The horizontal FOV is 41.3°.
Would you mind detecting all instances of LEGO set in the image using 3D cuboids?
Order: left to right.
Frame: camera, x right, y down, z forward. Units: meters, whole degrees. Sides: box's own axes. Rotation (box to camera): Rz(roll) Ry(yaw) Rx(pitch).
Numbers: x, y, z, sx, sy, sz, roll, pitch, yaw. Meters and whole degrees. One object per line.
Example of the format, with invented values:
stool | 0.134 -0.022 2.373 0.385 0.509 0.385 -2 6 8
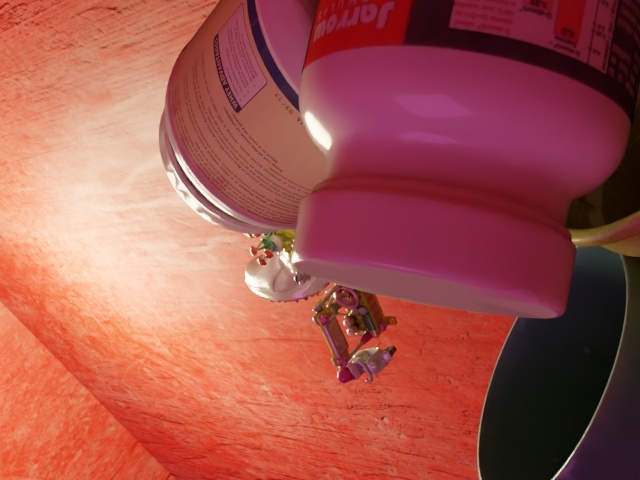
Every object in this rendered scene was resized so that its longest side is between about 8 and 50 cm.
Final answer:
LEGO set | -0.018 0.059 1.030 0.287 0.107 0.132 50 137 -4

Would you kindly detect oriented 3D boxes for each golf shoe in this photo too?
golf shoe | 0.000 0.000 1.130 0.306 0.115 0.140 -13 116 41

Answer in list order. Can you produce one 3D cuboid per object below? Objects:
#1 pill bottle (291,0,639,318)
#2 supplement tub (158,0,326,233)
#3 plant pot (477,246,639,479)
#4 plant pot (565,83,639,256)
pill bottle | 0.102 -0.143 0.548 0.210 0.362 0.210 12 172 2
supplement tub | -0.009 -0.145 0.814 0.235 0.235 0.325 43 148 -11
plant pot | 0.333 0.175 0.869 0.235 0.293 0.293 23 148 -4
plant pot | 0.336 -0.055 0.609 0.254 0.276 0.276 31 150 -14
